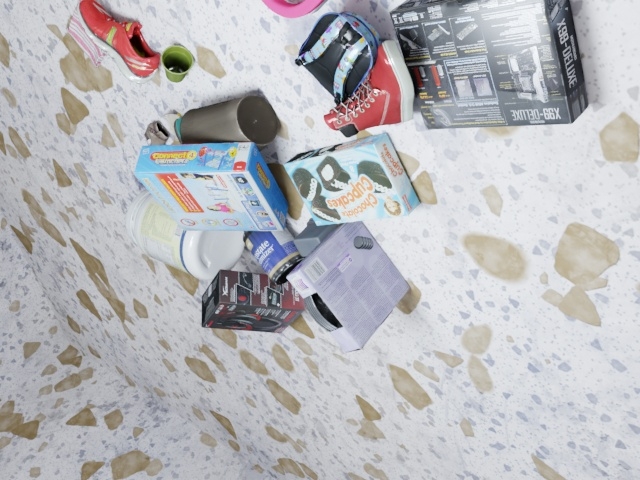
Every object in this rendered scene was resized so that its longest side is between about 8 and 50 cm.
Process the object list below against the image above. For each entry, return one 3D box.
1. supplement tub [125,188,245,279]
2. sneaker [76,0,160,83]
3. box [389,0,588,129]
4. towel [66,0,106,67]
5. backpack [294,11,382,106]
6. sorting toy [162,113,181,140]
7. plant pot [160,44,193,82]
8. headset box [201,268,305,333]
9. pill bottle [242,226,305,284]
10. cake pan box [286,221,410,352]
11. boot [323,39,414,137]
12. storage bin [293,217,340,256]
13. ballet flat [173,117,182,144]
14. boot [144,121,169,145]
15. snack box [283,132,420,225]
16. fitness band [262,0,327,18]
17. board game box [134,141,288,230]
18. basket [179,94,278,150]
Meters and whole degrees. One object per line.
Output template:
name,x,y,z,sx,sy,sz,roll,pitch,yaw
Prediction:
supplement tub,-0.415,-0.031,2.159,0.324,0.235,0.236,19,136,36
sneaker,-0.535,-0.560,1.915,0.279,0.107,0.118,47,127,-4
box,0.293,-0.322,1.244,0.307,0.076,0.243,5,128,45
towel,-0.674,-0.603,2.057,0.144,0.029,0.197,53,145,-6
backpack,0.051,-0.382,1.410,0.158,0.117,0.173,46,146,3
sorting toy,-0.430,-0.336,2.049,0.075,0.045,0.083,14,134,49
plant pot,-0.377,-0.453,1.850,0.083,0.083,0.079,46,157,2
headset box,-0.192,0.190,2.134,0.293,0.110,0.218,8,151,-22
pill bottle,-0.140,0.006,1.981,0.219,0.122,0.123,52,148,17
cake pan box,0.073,0.106,1.738,0.246,0.267,0.070,50,141,-8
boot,0.085,-0.278,1.358,0.244,0.176,0.089,68,-174,-69
storage bin,0.000,0.000,1.867,0.135,0.091,0.098,-5,120,50
ballet flat,-0.353,-0.256,2.018,0.203,0.074,0.074,49,146,-6
boot,-0.484,-0.303,2.141,0.087,0.042,0.118,-20,116,45
snack box,0.068,-0.137,1.684,0.321,0.060,0.187,-5,120,49
fitness band,-0.046,-0.566,1.391,0.209,0.054,0.291,52,144,-5
board game box,-0.271,-0.131,1.829,0.301,0.086,0.308,1,153,15
basket,-0.225,-0.275,1.795,0.226,0.154,0.204,-15,113,49
